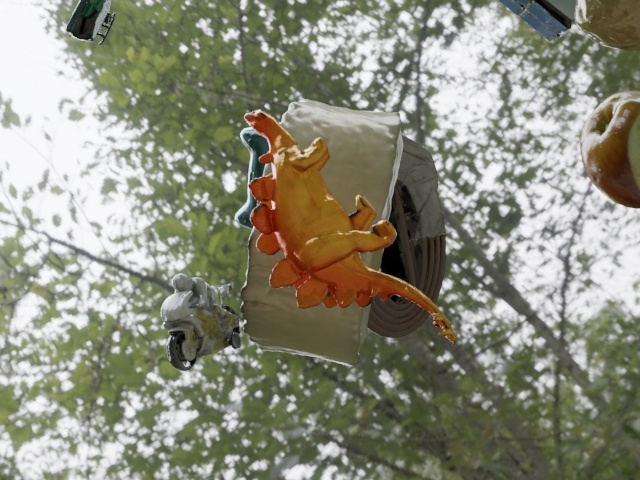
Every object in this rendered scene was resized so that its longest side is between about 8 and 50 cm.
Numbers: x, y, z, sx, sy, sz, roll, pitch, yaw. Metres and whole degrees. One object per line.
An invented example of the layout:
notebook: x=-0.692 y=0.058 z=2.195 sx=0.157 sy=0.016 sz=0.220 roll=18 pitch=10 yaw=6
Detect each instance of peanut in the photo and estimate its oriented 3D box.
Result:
peanut: x=0.330 y=-0.261 z=0.820 sx=0.141 sy=0.109 sz=0.159 roll=-6 pitch=-43 yaw=-42

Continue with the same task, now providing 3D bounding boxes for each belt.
belt: x=0.095 y=-0.012 z=1.359 sx=0.217 sy=0.122 sz=0.338 roll=-17 pitch=-70 yaw=-27

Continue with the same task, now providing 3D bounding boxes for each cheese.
cheese: x=0.008 y=-0.003 z=1.058 sx=0.153 sy=0.292 sz=0.332 roll=12 pitch=-37 yaw=3

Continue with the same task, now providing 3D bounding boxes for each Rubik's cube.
Rubik's cube: x=0.412 y=-0.476 z=1.453 sx=0.180 sy=0.167 sz=0.183 roll=-51 pitch=0 yaw=9

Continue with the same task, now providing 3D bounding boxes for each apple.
apple: x=0.536 y=-0.156 z=1.426 sx=0.173 sy=0.160 sz=0.195 roll=31 pitch=-97 yaw=-12

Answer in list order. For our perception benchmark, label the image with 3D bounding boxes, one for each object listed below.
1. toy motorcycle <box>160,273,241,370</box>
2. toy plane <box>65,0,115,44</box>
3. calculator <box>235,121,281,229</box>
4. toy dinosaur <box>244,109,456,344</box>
toy motorcycle: x=-0.197 y=0.121 z=1.355 sx=0.074 sy=0.151 sz=0.229 roll=-18 pitch=4 yaw=24
toy plane: x=-0.390 y=-0.425 z=1.450 sx=0.060 sy=0.235 sz=0.096 roll=15 pitch=-30 yaw=1
calculator: x=0.024 y=-0.111 z=1.681 sx=0.387 sy=0.054 sz=0.256 roll=5 pitch=-78 yaw=-2
toy dinosaur: x=0.000 y=0.000 z=0.742 sx=0.117 sy=0.288 sz=0.070 roll=-35 pitch=-16 yaw=1
